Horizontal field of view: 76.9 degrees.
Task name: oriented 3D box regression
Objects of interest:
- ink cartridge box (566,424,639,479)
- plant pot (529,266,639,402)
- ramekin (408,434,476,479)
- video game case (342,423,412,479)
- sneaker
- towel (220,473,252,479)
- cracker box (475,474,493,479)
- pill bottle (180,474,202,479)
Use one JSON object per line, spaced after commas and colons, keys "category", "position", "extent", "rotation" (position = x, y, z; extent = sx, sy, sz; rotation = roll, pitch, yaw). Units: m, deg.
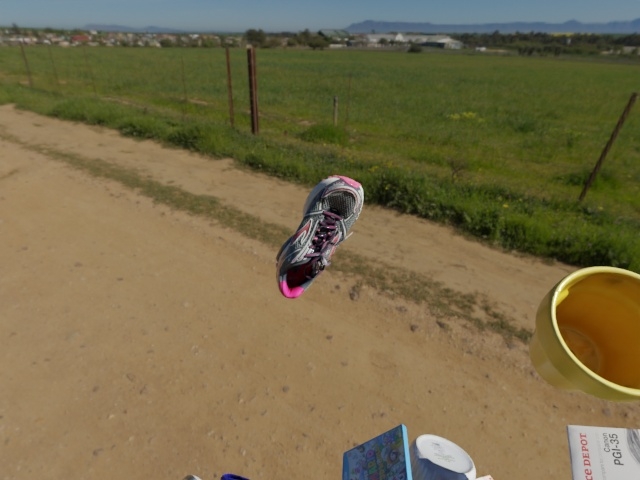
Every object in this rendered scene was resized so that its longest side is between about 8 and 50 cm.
{"category": "ink cartridge box", "position": [0.628, 0.471, 0.743], "extent": [0.283, 0.117, 0.207], "rotation": [-11, 24, 31]}
{"category": "plant pot", "position": [0.566, 0.217, 0.846], "extent": [0.254, 0.239, 0.253], "rotation": [-2, 59, 3]}
{"category": "ramekin", "position": [0.333, 0.647, 1.137], "extent": [0.207, 0.108, 0.207], "rotation": [15, 7, -2]}
{"category": "video game case", "position": [0.109, 0.458, 0.816], "extent": [0.166, 0.015, 0.119], "rotation": [-39, 20, 23]}
{"category": "sneaker", "position": [0.000, 0.000, 0.858], "extent": [0.121, 0.299, 0.112], "rotation": [22, 28, -15]}
{"category": "towel", "position": [-0.191, 0.817, 1.088], "extent": [0.228, 0.307, 0.076], "rotation": [-6, -8, 28]}
{"category": "cracker box", "position": [0.576, 1.005, 1.571], "extent": [0.232, 0.155, 0.067], "rotation": [14, 25, -38]}
{"category": "pill bottle", "position": [-0.226, 0.420, 0.478], "extent": [0.131, 0.130, 0.246], "rotation": [24, 37, 36]}
